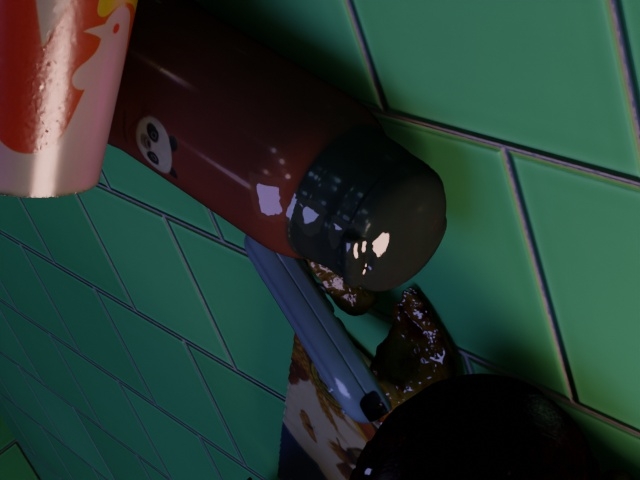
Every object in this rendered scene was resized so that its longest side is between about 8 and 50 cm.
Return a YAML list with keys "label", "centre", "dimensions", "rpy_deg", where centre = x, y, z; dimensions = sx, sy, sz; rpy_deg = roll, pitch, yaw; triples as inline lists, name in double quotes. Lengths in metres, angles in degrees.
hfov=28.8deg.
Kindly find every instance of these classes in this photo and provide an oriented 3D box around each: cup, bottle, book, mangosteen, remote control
- label: "cup"
  centre: [-0.212, -0.189, 0.918]
  dimensions: [0.203, 0.203, 0.289]
  rpy_deg: [29, 116, 42]
- label: "bottle"
  centre: [-0.048, -0.075, 0.990]
  dimensions: [0.336, 0.144, 0.144]
  rpy_deg: [35, 151, 32]
- label: "book"
  centre: [0.070, 0.281, 1.390]
  dimensions: [0.300, 0.039, 0.428]
  rpy_deg: [42, 154, 20]
- label: "mangosteen"
  centre: [0.153, 0.226, 0.994]
  dimensions: [0.265, 0.228, 0.228]
  rpy_deg: [15, 154, -5]
- label: "remote control"
  centre: [-0.008, 0.072, 1.156]
  dimensions: [0.244, 0.047, 0.087]
  rpy_deg: [56, 174, 40]

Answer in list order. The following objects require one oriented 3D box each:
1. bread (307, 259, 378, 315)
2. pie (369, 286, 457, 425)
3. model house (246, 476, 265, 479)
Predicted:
- label: "bread"
  centre: [0.000, 0.000, 1.125]
  dimensions: [0.157, 0.044, 0.052]
  rpy_deg: [56, 169, -9]
- label: "pie"
  centre: [0.081, 0.125, 1.141]
  dimensions: [0.088, 0.033, 0.191]
  rpy_deg: [35, 140, 12]
- label: "model house"
  centre: [-0.027, 0.551, 1.523]
  dimensions: [0.400, 0.395, 0.445]
  rpy_deg: [35, 162, 6]
